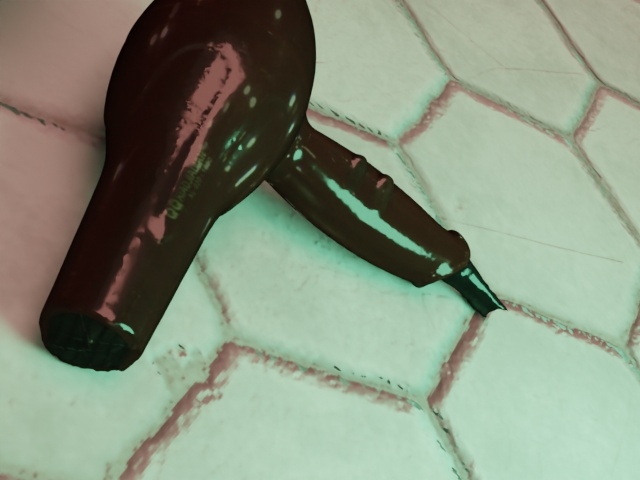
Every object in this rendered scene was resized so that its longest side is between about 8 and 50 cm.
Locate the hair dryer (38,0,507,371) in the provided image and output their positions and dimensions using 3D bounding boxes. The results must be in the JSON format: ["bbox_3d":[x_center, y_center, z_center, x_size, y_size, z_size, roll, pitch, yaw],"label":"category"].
[{"bbox_3d":[0.000,0.000,0.730,0.340,0.123,0.313,35,48,-26],"label":"hair dryer"}]
